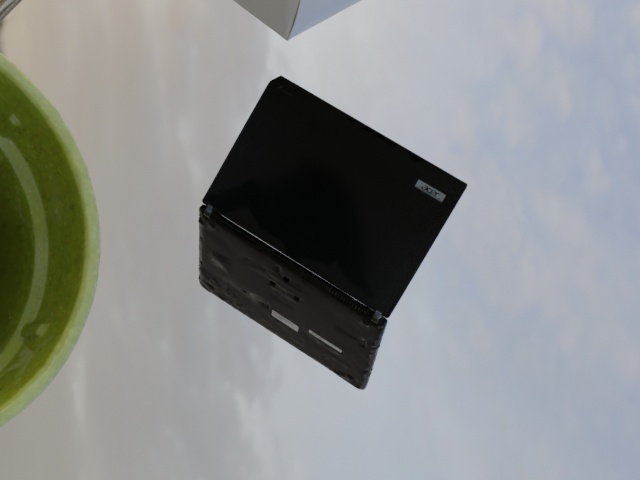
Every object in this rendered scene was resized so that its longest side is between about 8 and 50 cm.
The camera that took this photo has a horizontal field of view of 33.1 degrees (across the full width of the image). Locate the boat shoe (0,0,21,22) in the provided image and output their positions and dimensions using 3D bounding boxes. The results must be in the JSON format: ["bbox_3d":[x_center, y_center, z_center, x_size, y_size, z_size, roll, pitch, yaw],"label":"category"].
[{"bbox_3d":[-0.235,-0.294,1.034,0.098,0.302,0.109,43,9,-15],"label":"boat shoe"}]

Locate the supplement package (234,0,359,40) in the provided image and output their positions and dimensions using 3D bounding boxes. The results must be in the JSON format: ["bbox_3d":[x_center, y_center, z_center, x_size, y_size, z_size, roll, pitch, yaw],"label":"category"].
[{"bbox_3d":[-0.071,-0.397,1.217,0.293,0.177,0.175,39,-42,17],"label":"supplement package"}]

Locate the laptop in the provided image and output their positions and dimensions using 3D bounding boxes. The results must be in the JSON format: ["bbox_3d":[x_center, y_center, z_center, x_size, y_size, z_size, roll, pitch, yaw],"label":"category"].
[{"bbox_3d":[0.000,0.000,1.157,0.234,0.136,0.264,32,-30,14],"label":"laptop"}]

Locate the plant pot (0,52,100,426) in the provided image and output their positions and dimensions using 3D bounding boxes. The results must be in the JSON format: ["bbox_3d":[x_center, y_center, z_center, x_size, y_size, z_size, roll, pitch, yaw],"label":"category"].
[{"bbox_3d":[-0.325,0.013,0.724,0.254,0.276,0.276,-16,-99,55],"label":"plant pot"}]
